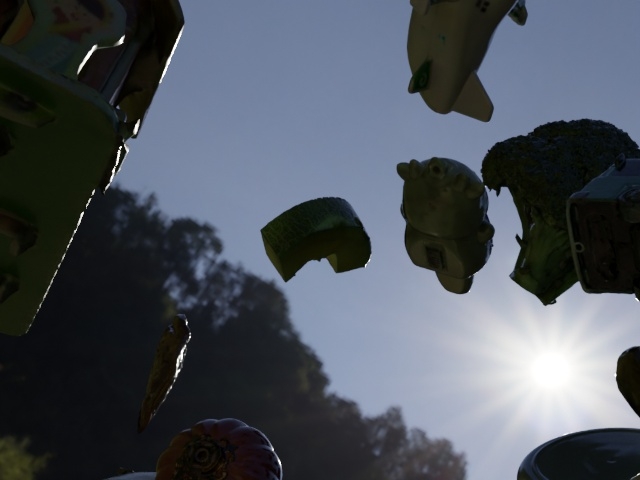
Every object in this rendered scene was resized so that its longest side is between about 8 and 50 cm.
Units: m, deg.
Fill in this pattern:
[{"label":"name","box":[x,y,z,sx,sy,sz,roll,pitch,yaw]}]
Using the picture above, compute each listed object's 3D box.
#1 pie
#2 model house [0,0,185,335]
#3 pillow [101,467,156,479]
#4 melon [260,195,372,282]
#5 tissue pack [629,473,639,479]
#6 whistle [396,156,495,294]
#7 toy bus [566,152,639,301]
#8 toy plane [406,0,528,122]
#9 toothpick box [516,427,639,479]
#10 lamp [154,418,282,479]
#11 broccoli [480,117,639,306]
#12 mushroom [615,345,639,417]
[{"label":"pie","box":[-0.177,0.141,1.328,0.034,0.170,0.092,27,-64,-11]},{"label":"model house","box":[-0.248,-0.179,0.726,0.340,0.323,0.300,27,-34,-9]},{"label":"pillow","box":[-0.231,0.298,1.276,0.119,0.208,0.053,1,-80,25]},{"label":"melon","box":[0.000,0.000,1.636,0.064,0.210,0.118,50,-48,28]},{"label":"tissue pack","box":[0.282,0.180,0.867,0.083,0.042,0.062,-34,-27,17]},{"label":"whistle","box":[0.141,-0.017,1.262,0.110,0.092,0.244,14,-29,22]},{"label":"toy bus","box":[0.397,-0.013,1.170,0.256,0.147,0.128,3,-62,38]},{"label":"toy plane","box":[0.110,-0.177,0.844,0.080,0.174,0.174,22,-31,29]},{"label":"toothpick box","box":[0.373,0.438,1.457,0.263,0.263,0.354,2,-74,40]},{"label":"lamp","box":[-0.084,0.198,0.945,0.108,0.107,0.092,16,-34,26]},{"label":"broccoli","box":[0.366,-0.041,1.656,0.308,0.275,0.308,31,7,-5]},{"label":"mushroom","box":[0.538,0.145,1.438,0.333,0.107,0.087,-17,-22,6]}]
